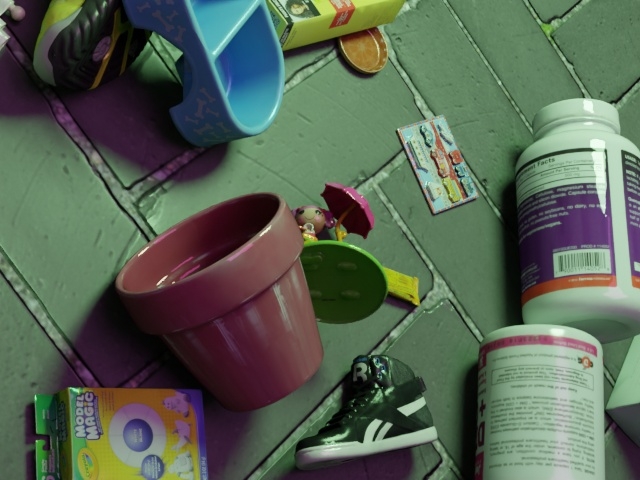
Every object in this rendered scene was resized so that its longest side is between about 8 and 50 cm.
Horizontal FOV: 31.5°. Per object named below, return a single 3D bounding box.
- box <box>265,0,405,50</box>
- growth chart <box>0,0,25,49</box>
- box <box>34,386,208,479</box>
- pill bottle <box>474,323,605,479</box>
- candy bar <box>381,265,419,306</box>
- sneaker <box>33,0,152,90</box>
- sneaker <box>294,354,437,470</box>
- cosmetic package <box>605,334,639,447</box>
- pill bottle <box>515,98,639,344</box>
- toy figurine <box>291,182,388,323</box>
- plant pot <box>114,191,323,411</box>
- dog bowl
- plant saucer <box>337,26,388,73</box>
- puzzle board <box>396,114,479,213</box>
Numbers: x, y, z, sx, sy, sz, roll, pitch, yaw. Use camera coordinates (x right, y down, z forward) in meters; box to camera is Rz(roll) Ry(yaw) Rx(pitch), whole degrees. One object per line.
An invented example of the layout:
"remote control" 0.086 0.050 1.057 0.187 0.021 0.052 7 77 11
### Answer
"box" 0.007 -0.315 1.499 0.232 0.058 0.087 -21 67 -40
"growth chart" -0.416 -0.215 1.182 0.172 0.021 0.237 35 55 -21
"box" -0.204 0.204 1.167 0.179 0.043 0.105 5 70 -34
"pill bottle" 0.274 0.262 1.426 0.160 0.160 0.283 21 61 -30
"candy bar" 0.065 0.045 1.444 0.161 0.018 0.040 19 59 -30
"sneaker" -0.245 -0.331 1.304 0.147 0.145 0.385 19 60 4
"sneaker" 0.040 0.196 1.337 0.216 0.079 0.121 0 70 -46
"cosmetic package" 0.604 0.113 1.650 0.097 0.284 0.377 45 53 -14
"pill bottle" 0.367 -0.027 1.592 0.181 0.181 0.323 16 64 -32
"toy figurine" 0.000 0.000 1.365 0.159 0.173 0.130 -81 166 -48
"plant pot" -0.091 0.074 1.217 0.201 0.201 0.180 -43 115 -39
"dog bowl" -0.122 -0.239 1.281 0.166 0.074 0.297 -59 143 -39
"plant saucer" 0.057 -0.267 1.559 0.083 0.013 0.084 13 66 -32
"puzzle board" 0.165 -0.108 1.582 0.096 0.011 0.128 -21 85 -40
